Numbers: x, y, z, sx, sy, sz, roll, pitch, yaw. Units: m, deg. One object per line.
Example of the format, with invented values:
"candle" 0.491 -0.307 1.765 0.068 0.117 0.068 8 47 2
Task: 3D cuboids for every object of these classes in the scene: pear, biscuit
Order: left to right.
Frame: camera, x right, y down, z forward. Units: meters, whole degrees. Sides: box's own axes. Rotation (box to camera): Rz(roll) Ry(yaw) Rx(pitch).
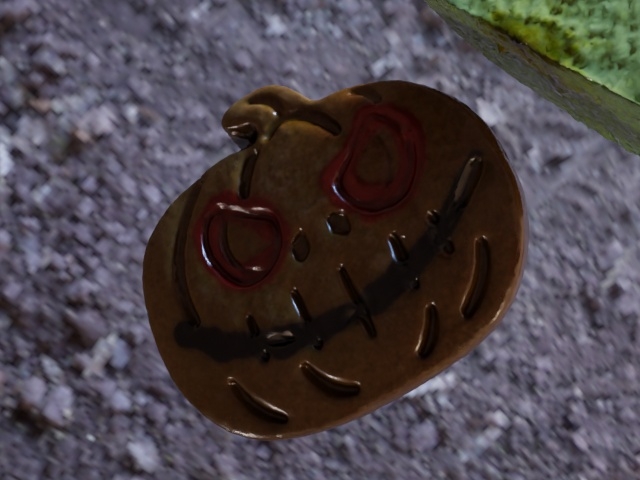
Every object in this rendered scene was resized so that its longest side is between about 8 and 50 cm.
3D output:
"biscuit" -0.001 0.000 1.562 0.367 0.063 0.314 -30 72 20
"pear" 0.252 -0.162 1.541 0.288 0.239 0.139 33 81 31
